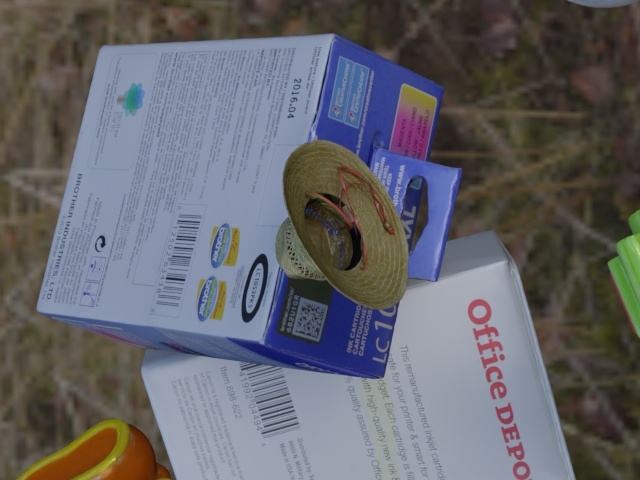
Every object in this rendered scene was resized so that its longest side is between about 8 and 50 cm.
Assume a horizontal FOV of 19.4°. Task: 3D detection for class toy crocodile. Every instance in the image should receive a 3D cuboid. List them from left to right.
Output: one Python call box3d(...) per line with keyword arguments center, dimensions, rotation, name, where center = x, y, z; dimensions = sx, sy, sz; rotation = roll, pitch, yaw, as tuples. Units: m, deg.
box3d(center=(0.273, 0.030, 1.389), dimensions=(0.105, 0.340, 0.115), rotation=(-25, 82, 21), name="toy crocodile")

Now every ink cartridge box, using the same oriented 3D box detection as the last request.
box3d(center=(-0.056, -0.030, 1.642), dimensions=(0.395, 0.151, 0.270), rotation=(3, 78, 49), name="ink cartridge box")
box3d(center=(0.042, 0.179, 1.931), dimensions=(0.160, 0.385, 0.279), rotation=(-93, -13, -76), name="ink cartridge box")

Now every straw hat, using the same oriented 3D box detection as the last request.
box3d(center=(0.000, 0.000, 1.372), dimensions=(0.061, 0.144, 0.144), rotation=(-30, 62, 32), name="straw hat")

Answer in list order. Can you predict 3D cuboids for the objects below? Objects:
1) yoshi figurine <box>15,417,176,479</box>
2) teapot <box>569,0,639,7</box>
box3d(center=(-0.068, 0.295, 1.185), dimensions=(0.203, 0.362, 0.203), rotation=(-13, 38, 35), name="yoshi figurine")
box3d(center=(0.269, -0.327, 1.574), dimensions=(0.256, 0.187, 0.252), rotation=(58, 154, 12), name="teapot")
